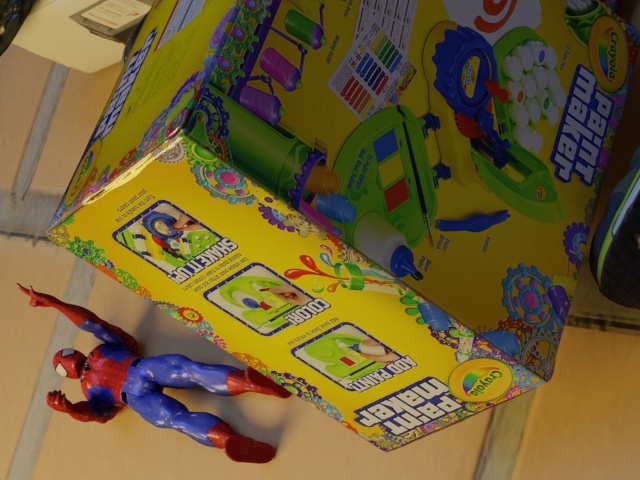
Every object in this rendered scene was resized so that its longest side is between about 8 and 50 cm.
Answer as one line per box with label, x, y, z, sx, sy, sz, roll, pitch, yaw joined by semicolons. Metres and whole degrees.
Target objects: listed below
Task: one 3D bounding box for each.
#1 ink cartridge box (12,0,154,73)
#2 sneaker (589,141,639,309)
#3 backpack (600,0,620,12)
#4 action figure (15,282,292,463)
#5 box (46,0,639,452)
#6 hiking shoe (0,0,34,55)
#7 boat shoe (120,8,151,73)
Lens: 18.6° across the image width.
ink cartridge box;-0.150;-0.306;1.765;0.306;0.131;0.226;-17;60;46
sneaker;0.257;-0.093;1.232;0.300;0.111;0.121;-60;22;5
backpack;0.137;-0.207;1.399;0.173;0.117;0.158;32;98;48
action figure;-0.161;0.107;1.573;0.280;0.139;0.091;7;76;53
box;0.026;-0.071;1.250;0.177;0.279;0.290;-32;30;50
hiking shoe;-0.291;-0.281;1.758;0.132;0.113;0.304;-97;30;-76
boat shoe;-0.072;-0.173;1.546;0.324;0.122;0.120;-53;-6;-41
